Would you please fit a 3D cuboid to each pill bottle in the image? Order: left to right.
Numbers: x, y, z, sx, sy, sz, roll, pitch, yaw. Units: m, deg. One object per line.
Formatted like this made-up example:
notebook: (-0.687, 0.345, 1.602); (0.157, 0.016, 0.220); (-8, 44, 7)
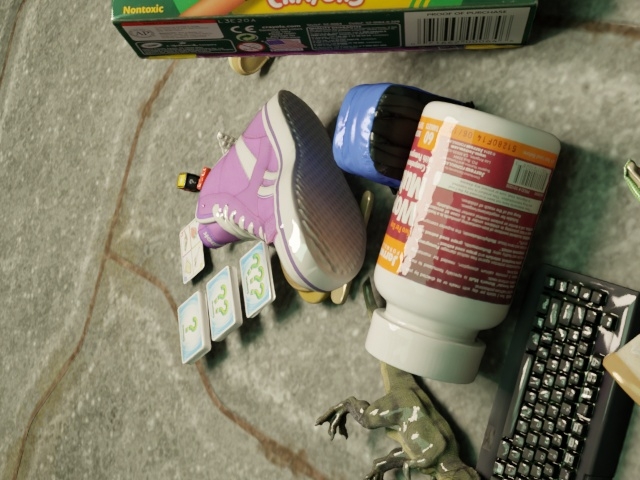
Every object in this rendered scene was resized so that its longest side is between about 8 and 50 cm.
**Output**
pill bottle: (0.116, 0.002, 0.850); (0.121, 0.121, 0.221); (24, 100, 47)

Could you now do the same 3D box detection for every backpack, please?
backpack: (0.067, -0.093, 0.923); (0.101, 0.120, 0.098); (5, 87, 48)

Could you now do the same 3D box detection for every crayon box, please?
crayon box: (0.004, -0.333, 0.899); (0.363, 0.106, 0.313); (-1, 80, 5)

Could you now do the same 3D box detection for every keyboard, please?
keyboard: (0.203, 0.190, 0.786); (0.201, 0.033, 0.317); (18, 97, 48)

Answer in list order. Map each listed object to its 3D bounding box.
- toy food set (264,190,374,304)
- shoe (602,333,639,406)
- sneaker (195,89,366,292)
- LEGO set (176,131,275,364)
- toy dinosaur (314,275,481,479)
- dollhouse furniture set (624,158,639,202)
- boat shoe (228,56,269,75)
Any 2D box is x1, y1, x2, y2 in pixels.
toy food set: (0.000, 0.000, 1.048); (0.192, 0.038, 0.132); (15, 87, 57)
shoe: (0.281, 0.147, 0.664); (0.058, 0.076, 0.219); (-40, 63, 7)
sneaker: (-0.049, -0.015, 0.984); (0.161, 0.102, 0.282); (-42, 31, 20)
LEGO set: (-0.134, -0.003, 1.161); (0.182, 0.060, 0.244); (-38, 49, 40)
toy dinosaur: (0.065, 0.172, 0.923); (0.118, 0.064, 0.268); (-47, 48, 24)
dollhouse furniture set: (0.264, 0.015, 0.718); (0.058, 0.076, 0.151); (-52, 50, 27)
boat shoe: (-0.055, -0.254, 1.141); (0.153, 0.056, 0.048); (-57, 42, 13)
